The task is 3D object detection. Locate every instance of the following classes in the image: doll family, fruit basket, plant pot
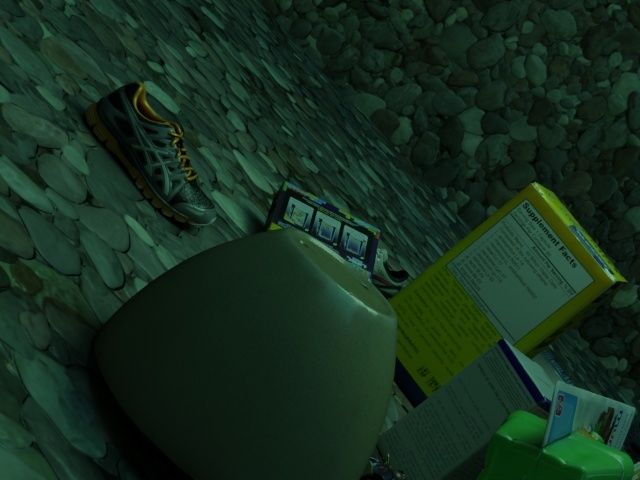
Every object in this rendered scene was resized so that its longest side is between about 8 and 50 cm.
[{"bbox_3d":[0.066,0.282,1.218,0.111,0.076,0.193,27,23,-46],"label":"doll family"},{"bbox_3d":[0.281,0.336,1.279,0.165,0.327,0.353,20,-3,36],"label":"fruit basket"},{"bbox_3d":[-0.039,0.101,1.032,0.284,0.191,0.284,38,10,-8],"label":"plant pot"}]

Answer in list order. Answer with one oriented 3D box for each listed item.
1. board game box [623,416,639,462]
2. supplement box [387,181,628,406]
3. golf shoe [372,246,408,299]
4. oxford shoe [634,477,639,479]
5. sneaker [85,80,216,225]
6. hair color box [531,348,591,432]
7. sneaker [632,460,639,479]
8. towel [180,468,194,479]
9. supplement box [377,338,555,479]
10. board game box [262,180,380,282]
[{"bbox_3d":[0.644,0.420,2.074,0.194,0.060,0.194,42,-13,9],"label":"board game box"},{"bbox_3d":[0.272,0.101,1.730,0.194,0.356,0.195,53,15,15],"label":"supplement box"},{"bbox_3d":[0.067,0.029,1.860,0.186,0.086,0.067,40,18,-27],"label":"golf shoe"},{"bbox_3d":[0.571,0.541,1.876,0.098,0.097,0.271,-3,76,-48],"label":"oxford shoe"},{"bbox_3d":[-0.202,-0.108,1.406,0.215,0.083,0.084,49,12,-7],"label":"sneaker"},{"bbox_3d":[0.303,0.223,1.879,0.347,0.174,0.105,53,14,15],"label":"hair color box"},{"bbox_3d":[0.521,0.440,1.989,0.292,0.169,0.108,34,22,-42],"label":"sneaker"},{"bbox_3d":[-0.089,0.205,1.031,0.067,0.029,0.119,53,15,20],"label":"towel"},{"bbox_3d":[0.198,0.246,1.406,0.111,0.220,0.114,36,17,-45],"label":"supplement box"},{"bbox_3d":[0.000,0.000,1.640,0.170,0.048,0.141,27,35,-8],"label":"board game box"}]
